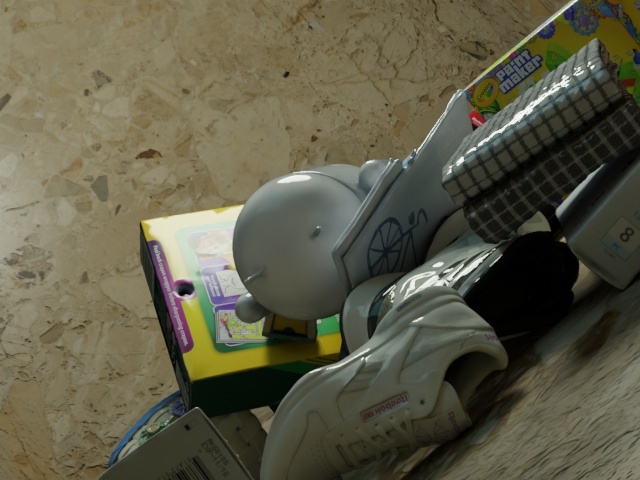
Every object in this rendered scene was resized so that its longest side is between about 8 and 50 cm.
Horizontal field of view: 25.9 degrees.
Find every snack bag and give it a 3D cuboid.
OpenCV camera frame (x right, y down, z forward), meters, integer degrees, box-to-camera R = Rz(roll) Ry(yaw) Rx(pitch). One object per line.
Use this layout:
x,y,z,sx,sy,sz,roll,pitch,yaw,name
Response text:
0.137,0.004,1.881,0.342,0.037,0.323,-55,-35,-30,snack bag

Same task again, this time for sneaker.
0.245,0.050,1.755,0.257,0.169,0.447,-13,12,39,sneaker
0.065,0.179,1.476,0.305,0.114,0.152,-43,46,-7,sneaker

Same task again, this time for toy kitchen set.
-0.011,0.168,2.000,0.207,0.166,0.122,-75,-8,-72,toy kitchen set

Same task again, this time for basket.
-0.216,0.347,2.209,0.255,0.201,0.289,-41,12,-34,basket

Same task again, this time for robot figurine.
0.000,0.000,1.923,0.300,0.200,0.353,-50,-8,15,robot figurine

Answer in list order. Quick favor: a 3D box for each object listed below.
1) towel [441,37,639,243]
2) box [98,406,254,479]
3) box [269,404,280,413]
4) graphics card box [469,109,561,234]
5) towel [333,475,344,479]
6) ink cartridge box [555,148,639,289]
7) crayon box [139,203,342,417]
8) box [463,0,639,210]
0.269,-0.114,1.644,0.235,0.121,0.283,-37,3,15,towel
-0.168,0.324,1.688,0.148,0.121,0.311,-35,-15,-14,box
-0.023,0.121,2.468,0.296,0.294,0.183,-40,1,-26,box
0.210,-0.023,2.196,0.371,0.233,0.094,-40,-22,-28,graphics card box
-0.093,0.377,1.514,0.324,0.056,0.312,-37,4,-2,towel
0.433,-0.132,1.622,0.385,0.091,0.308,-51,-1,11,ink cartridge box
-0.097,0.096,2.214,0.313,0.363,0.106,-9,-45,-15,crayon box
0.425,-0.222,2.089,0.290,0.279,0.177,-37,3,45,box
